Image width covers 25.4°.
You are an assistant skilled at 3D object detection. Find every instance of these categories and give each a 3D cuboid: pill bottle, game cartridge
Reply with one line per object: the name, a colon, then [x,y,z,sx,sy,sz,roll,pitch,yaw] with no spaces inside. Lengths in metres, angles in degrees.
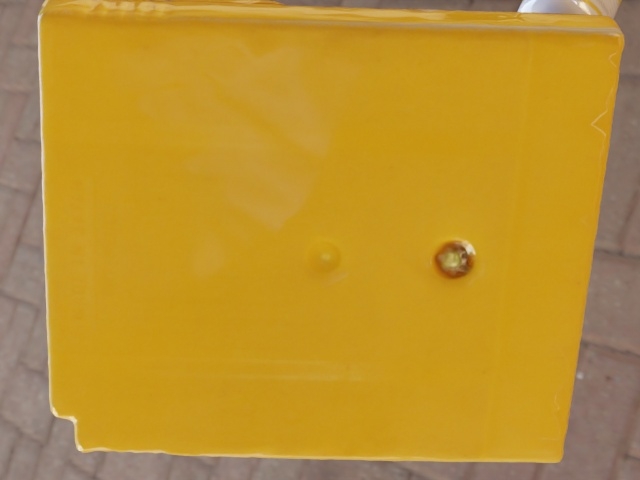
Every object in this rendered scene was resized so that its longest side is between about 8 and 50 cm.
pill bottle: [0.283,-0.265,1.615,0.103,0.103,0.184,-12,41,47]
game cartridge: [0.000,0.000,0.843,0.053,0.323,0.285,-93,6,-65]
